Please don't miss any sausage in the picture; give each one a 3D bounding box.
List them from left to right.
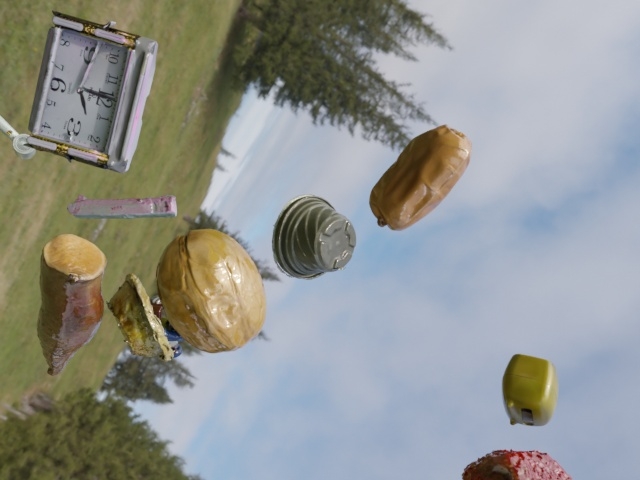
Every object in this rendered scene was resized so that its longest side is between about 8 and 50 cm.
[{"bbox_3d":[0.193,-0.120,1.279,0.241,0.120,0.136,-49,-168,21],"label":"sausage"}]

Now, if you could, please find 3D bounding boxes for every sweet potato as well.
[{"bbox_3d":[-0.502,0.154,1.315,0.131,0.131,0.336,-81,-173,-58],"label":"sweet potato"}]

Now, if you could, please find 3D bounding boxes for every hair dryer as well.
[{"bbox_3d":[-0.710,-0.246,1.493,0.047,0.137,0.082,-48,-164,-17],"label":"hair dryer"}]

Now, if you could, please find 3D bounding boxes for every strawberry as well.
[{"bbox_3d":[0.452,0.583,1.430,0.312,0.351,0.267,18,-121,48],"label":"strawberry"}]

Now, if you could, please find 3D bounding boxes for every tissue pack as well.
[{"bbox_3d":[0.484,0.356,1.516,0.178,0.123,0.127,63,41,-50],"label":"tissue pack"}]

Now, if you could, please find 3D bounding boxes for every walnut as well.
[{"bbox_3d":[-0.169,0.081,1.023,0.159,0.206,0.159,-24,-163,8],"label":"walnut"}]

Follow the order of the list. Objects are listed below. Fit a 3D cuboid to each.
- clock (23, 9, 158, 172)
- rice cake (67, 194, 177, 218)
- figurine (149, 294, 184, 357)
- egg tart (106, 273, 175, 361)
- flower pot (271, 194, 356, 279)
[{"bbox_3d":[-0.400,-0.259,1.148,0.083,0.186,0.253,-99,-155,-81],"label":"clock"},{"bbox_3d":[-0.532,-0.097,1.771,0.051,0.290,0.081,87,4,-57],"label":"rice cake"},{"bbox_3d":[-0.451,0.279,2.039,0.338,0.284,0.204,-49,-143,44],"label":"figurine"},{"bbox_3d":[-0.379,0.171,1.369,0.090,0.212,0.212,-28,-178,-19],"label":"egg tart"},{"bbox_3d":[0.000,0.000,1.699,0.140,0.235,0.235,15,-107,46],"label":"flower pot"}]
